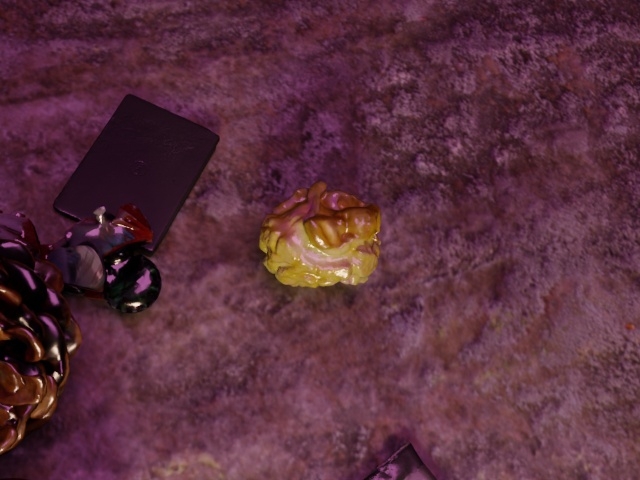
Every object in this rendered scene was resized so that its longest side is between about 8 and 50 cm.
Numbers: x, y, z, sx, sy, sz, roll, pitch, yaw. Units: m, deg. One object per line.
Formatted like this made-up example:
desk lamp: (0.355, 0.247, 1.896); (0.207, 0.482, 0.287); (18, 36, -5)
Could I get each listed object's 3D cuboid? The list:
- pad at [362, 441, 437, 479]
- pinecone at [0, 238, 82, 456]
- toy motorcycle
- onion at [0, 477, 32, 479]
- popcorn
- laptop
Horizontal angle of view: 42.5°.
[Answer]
pad: (0.064, 0.347, 0.876); (0.233, 0.022, 0.174); (-31, 75, -29)
pinecone: (-0.337, 0.104, 0.749); (0.224, 0.272, 0.224); (-1, 100, -8)
toy motorcycle: (-0.275, 0.006, 0.900); (0.213, 0.082, 0.123); (10, 71, -6)
onion: (-0.277, 0.331, 0.700); (0.247, 0.161, 0.248); (4, 74, -15)
popcorn: (0.000, 0.000, 0.973); (0.145, 0.126, 0.126); (15, 32, 14)
laptop: (-0.222, -0.084, 1.011); (0.135, 0.016, 0.197); (26, 58, -1)
